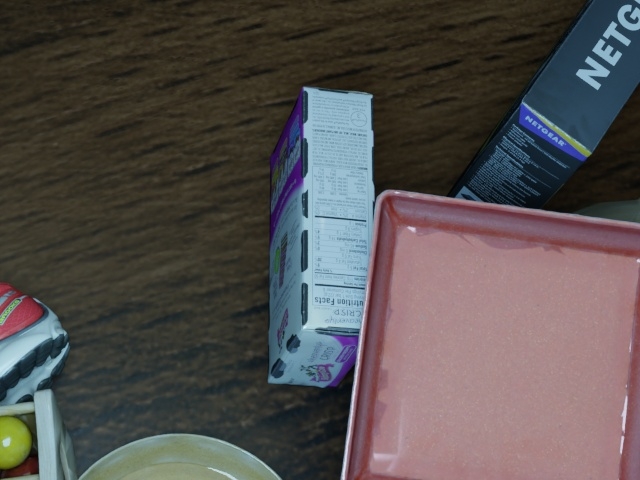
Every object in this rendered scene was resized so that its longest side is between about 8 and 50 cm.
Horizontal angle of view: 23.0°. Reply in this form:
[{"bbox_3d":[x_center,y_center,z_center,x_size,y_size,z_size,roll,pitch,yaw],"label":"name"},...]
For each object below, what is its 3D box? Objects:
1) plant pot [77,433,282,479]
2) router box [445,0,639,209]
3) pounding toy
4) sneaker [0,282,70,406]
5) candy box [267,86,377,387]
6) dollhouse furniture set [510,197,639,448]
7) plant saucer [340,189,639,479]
[{"bbox_3d":[-0.120,0.284,1.353,0.236,0.032,0.236,6,67,-13],"label":"plant pot"},{"bbox_3d":[0.256,-0.161,1.518,0.081,0.243,0.309,36,65,2],"label":"router box"},{"bbox_3d":[-0.271,0.258,1.237,0.154,0.154,0.269,-8,68,0],"label":"pounding toy"},{"bbox_3d":[-0.348,0.134,1.335,0.279,0.107,0.118,-34,61,-27],"label":"sneaker"},{"bbox_3d":[0.000,0.000,1.431,0.071,0.159,0.233,5,68,-11],"label":"candy box"},{"bbox_3d":[0.279,0.181,1.489,0.303,0.174,0.355,-37,105,-24],"label":"dollhouse furniture set"},{"bbox_3d":[0.157,0.102,1.315,0.258,0.048,0.259,8,83,-2],"label":"plant saucer"}]
